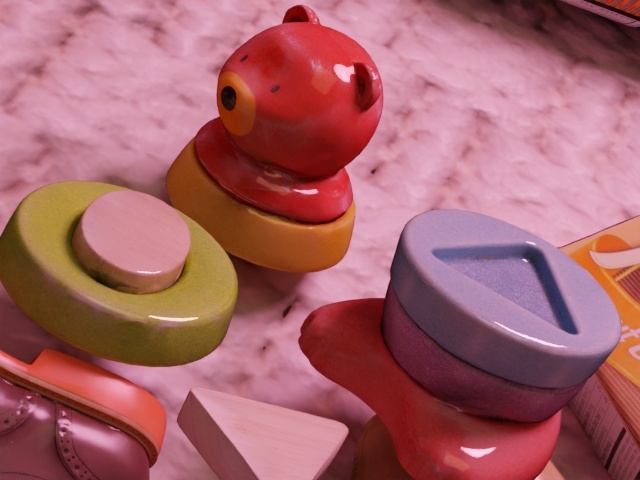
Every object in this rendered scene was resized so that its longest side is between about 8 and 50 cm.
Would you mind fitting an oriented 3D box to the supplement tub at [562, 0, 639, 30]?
[{"bbox_3d":[0.251,-0.262,1.280,0.316,0.193,0.193,18,48,-16],"label":"supplement tub"}]

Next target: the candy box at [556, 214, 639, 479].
[{"bbox_3d":[0.275,0.122,1.015,0.183,0.087,0.316,-21,64,-12],"label":"candy box"}]

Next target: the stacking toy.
[{"bbox_3d":[0.000,0.000,0.899,0.309,0.130,0.279,40,31,26],"label":"stacking toy"}]

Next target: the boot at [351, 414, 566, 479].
[{"bbox_3d":[0.116,0.234,0.881,0.236,0.089,0.269,23,45,-11],"label":"boot"}]

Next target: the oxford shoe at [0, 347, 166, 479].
[{"bbox_3d":[-0.208,0.088,0.818,0.271,0.097,0.098,18,54,-15],"label":"oxford shoe"}]
